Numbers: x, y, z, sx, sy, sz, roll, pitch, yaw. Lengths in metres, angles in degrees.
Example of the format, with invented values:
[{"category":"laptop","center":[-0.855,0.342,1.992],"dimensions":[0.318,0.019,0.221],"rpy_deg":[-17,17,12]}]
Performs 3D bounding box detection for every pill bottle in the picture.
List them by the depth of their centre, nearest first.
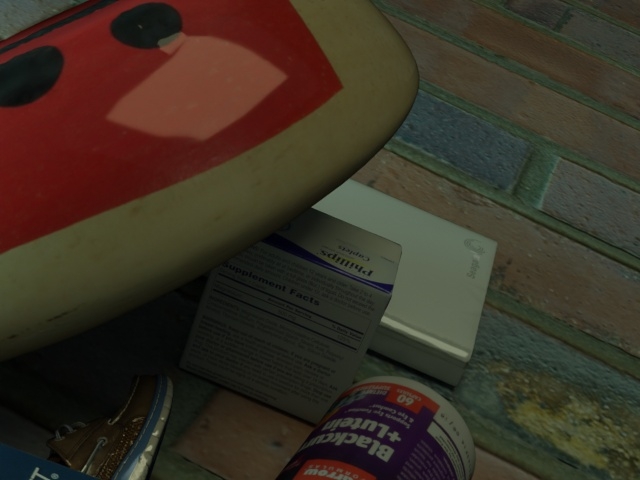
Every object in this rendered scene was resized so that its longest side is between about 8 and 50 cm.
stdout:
[{"category":"pill bottle","center":[0.018,0.175,0.677],"dimensions":[0.108,0.108,0.193],"rpy_deg":[29,33,11]}]

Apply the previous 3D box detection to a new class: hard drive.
[{"category":"hard drive","center":[0.000,0.000,0.981],"dimensions":[0.308,0.040,0.203],"rpy_deg":[23,33,3]}]

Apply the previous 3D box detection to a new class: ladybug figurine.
[{"category":"ladybug figurine","center":[-0.145,-0.069,0.735],"dimensions":[0.449,0.161,0.305],"rpy_deg":[-31,23,-20]}]

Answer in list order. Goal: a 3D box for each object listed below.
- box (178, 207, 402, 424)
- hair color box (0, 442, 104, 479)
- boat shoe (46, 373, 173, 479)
[{"category":"box","center":[-0.022,0.049,0.807],"dimensions":[0.126,0.137,0.072],"rpy_deg":[23,32,1]},{"category":"hair color box","center":[-0.119,0.201,0.500],"dimensions":[0.347,0.173,0.105],"rpy_deg":[21,32,-3]},{"category":"boat shoe","center":[-0.138,0.142,0.673],"dimensions":[0.066,0.066,0.183],"rpy_deg":[18,33,-4]}]
